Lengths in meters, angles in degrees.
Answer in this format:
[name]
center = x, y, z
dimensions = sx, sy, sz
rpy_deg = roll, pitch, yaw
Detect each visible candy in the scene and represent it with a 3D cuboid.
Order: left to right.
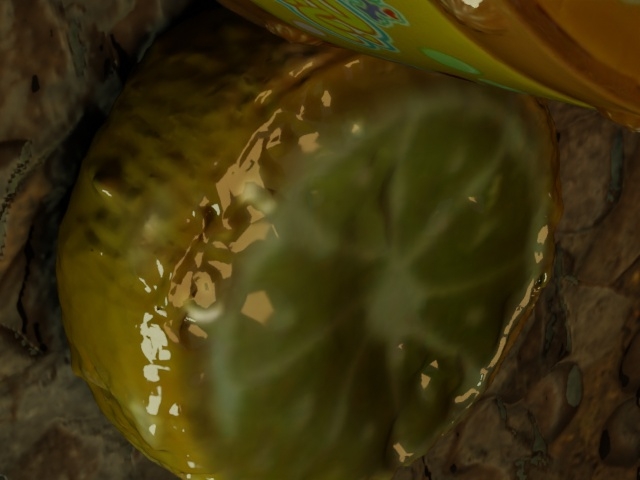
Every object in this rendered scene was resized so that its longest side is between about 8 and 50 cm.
[candy]
center = 0.000, 0.000, 0.836
dimensions = 0.260, 0.118, 0.259
rpy_deg = -22, 127, -33

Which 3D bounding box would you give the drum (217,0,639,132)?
[drum]
center = 0.103, -0.251, 0.622
dimensions = 0.431, 0.214, 0.431
rpy_deg = -12, 110, -35
